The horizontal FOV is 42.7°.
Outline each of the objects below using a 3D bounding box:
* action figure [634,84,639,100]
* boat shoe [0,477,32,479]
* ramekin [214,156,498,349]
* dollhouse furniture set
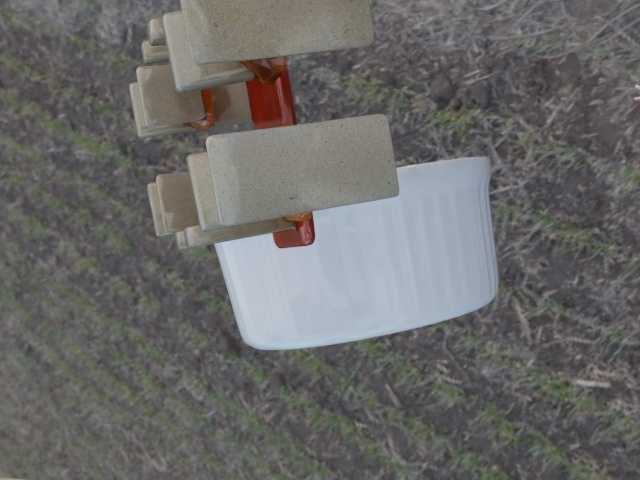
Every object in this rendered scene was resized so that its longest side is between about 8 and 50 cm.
[{"bbox_3d":[0.296,-0.068,0.572,0.139,0.280,0.091,44,93,17],"label":"action figure"},{"bbox_3d":[-0.147,0.212,0.480,0.303,0.103,0.113,0,137,5],"label":"boat shoe"},{"bbox_3d":[0.036,0.013,0.782,0.277,0.277,0.135,-11,91,51],"label":"ramekin"},{"bbox_3d":[-0.039,-0.122,0.506,0.262,0.135,0.259,177,83,-72],"label":"dollhouse furniture set"}]
